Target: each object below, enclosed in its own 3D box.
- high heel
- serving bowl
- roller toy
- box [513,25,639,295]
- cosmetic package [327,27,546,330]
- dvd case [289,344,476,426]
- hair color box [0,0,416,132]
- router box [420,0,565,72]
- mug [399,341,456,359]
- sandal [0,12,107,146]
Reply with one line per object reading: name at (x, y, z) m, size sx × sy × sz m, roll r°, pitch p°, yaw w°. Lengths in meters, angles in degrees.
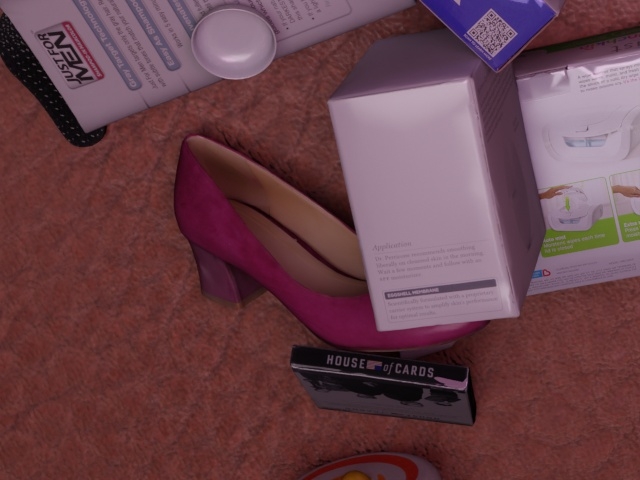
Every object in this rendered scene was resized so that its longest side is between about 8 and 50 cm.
high heel at (0.000, 0.000, 1.863) m, size 0.377 × 0.127 × 0.181 m, roll 8°, pitch 121°, yaw 33°
serving bowl at (-0.084, -0.198, 1.789) m, size 0.083 × 0.027 × 0.083 m, roll 1°, pitch 130°, yaw 1°
roller toy at (0.049, 0.318, 1.988) m, size 0.191 × 0.209 × 0.146 m, roll -4°, pitch 109°, yaw 33°
box at (0.248, -0.077, 1.849) m, size 0.262 × 0.127 × 0.231 m, roll -12°, pitch 106°, yaw 14°
cosmetic package at (0.112, -0.065, 1.694) m, size 0.138 × 0.224 × 0.224 m, roll -7°, pitch 108°, yaw 16°
dvd case at (0.070, 0.154, 1.919) m, size 0.179 × 0.238 × 0.029 m, roll 7°, pitch 77°, yaw 8°
hair color box at (-0.112, -0.265, 1.825) m, size 0.374 × 0.113 × 0.185 m, roll -20°, pitch 127°, yaw 16°
router box at (0.098, -0.344, 1.685) m, size 0.335 × 0.301 × 0.082 m, roll 43°, pitch 121°, yaw -6°
mug at (0.112, 0.089, 1.970) m, size 0.064 × 0.062 × 0.078 m, roll -10°, pitch 114°, yaw 5°
sandal at (-0.287, -0.180, 1.962) m, size 0.067 × 0.040 × 0.179 m, roll -18°, pitch 120°, yaw 21°
